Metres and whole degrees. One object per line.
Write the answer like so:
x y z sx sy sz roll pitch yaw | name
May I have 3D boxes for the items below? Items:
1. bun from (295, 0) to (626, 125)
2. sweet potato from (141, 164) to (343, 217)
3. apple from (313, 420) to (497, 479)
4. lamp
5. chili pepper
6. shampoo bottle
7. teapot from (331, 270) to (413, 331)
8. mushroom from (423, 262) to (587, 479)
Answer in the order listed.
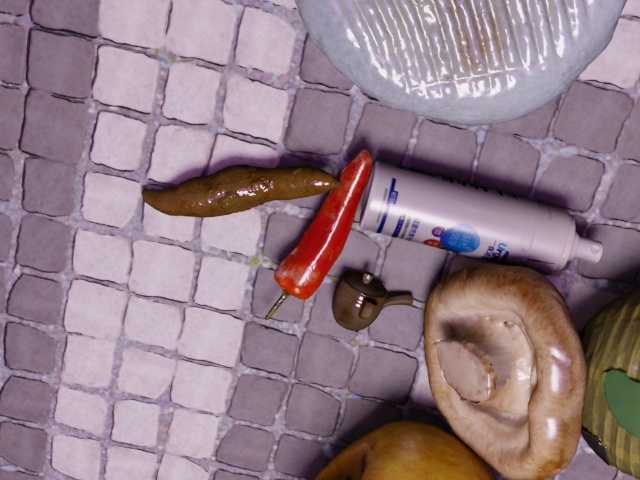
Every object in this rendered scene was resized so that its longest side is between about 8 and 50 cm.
0.149 -0.300 0.905 0.362 0.211 0.362 0 112 1 | bun
-0.101 -0.066 1.084 0.273 0.067 0.067 -7 110 14 | sweet potato
0.115 0.398 1.124 0.299 0.299 0.275 -38 97 15 | apple
0.407 0.171 1.065 0.284 0.250 0.250 15 115 35 | lamp
0.000 0.000 1.100 0.063 0.071 0.272 28 107 -12 | chili pepper
0.204 -0.021 1.070 0.303 0.092 0.092 15 111 -2 | shampoo bottle
0.073 0.086 1.129 0.110 0.085 0.080 13 114 -23 | teapot
0.230 0.159 1.061 0.146 0.278 0.278 -11 115 -33 | mushroom
